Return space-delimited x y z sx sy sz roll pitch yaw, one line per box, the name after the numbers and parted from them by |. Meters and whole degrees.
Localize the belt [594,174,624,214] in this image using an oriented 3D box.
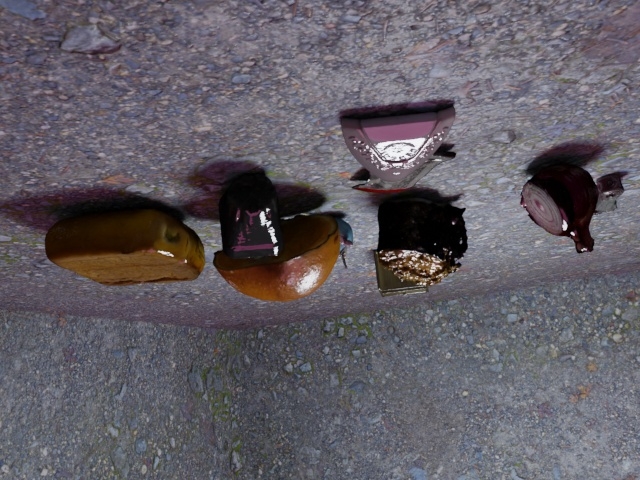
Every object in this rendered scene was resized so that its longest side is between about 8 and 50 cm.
0.758 -0.117 1.745 0.071 0.053 0.232 -9 165 12 | belt

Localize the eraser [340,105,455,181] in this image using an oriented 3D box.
0.148 -0.170 1.267 0.204 0.059 0.243 -7 157 2 | eraser

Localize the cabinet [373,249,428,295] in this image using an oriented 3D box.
0.289 0.115 2.321 0.174 0.148 0.215 -7 167 8 | cabinet

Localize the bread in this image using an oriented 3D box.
-0.474 0.007 1.629 0.337 0.148 0.328 -6 162 12 | bread

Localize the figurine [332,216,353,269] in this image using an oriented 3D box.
0.012 -0.008 1.878 0.205 0.103 0.260 32 167 3 | figurine

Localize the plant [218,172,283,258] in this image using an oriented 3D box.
-0.159 -0.047 1.494 0.141 0.164 0.256 -7 152 -6 | plant

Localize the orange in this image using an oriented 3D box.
-0.095 0.030 1.666 0.274 0.274 0.310 11 132 -48 | orange

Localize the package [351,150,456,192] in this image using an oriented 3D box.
0.175 -0.150 1.443 0.154 0.030 0.239 1 161 -19 | package

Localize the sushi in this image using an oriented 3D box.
0.280 0.004 1.762 0.234 0.208 0.348 -4 166 26 | sushi

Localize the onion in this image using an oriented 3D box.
0.578 -0.074 1.528 0.139 0.218 0.195 -30 164 -13 | onion
